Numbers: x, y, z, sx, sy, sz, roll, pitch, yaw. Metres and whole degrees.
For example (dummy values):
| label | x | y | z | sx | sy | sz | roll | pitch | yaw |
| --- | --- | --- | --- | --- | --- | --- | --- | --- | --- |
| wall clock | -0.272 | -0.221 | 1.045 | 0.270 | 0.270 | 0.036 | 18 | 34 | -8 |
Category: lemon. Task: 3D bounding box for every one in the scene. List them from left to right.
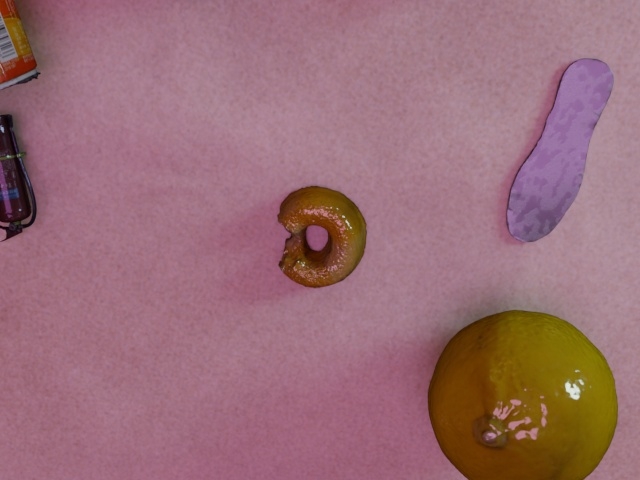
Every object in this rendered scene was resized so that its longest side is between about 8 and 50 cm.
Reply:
| label | x | y | z | sx | sy | sz | roll | pitch | yaw |
| --- | --- | --- | --- | --- | --- | --- | --- | --- | --- |
| lemon | 0.193 | 0.157 | 0.737 | 0.178 | 0.203 | 0.179 | 5 | 100 | 28 |

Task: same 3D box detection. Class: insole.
| label | x | y | z | sx | sy | sz | roll | pitch | yaw |
| --- | --- | --- | --- | --- | --- | --- | --- | --- | --- |
| insole | 0.240 | -0.088 | 0.767 | 0.065 | 0.006 | 0.194 | 18 | 104 | 0 |

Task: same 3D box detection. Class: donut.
| label | x | y | z | sx | sy | sz | roll | pitch | yaw |
| --- | --- | --- | --- | --- | --- | --- | --- | --- | --- |
| donut | 0.000 | 0.000 | 0.788 | 0.097 | 0.043 | 0.108 | -4 | 108 | 6 |

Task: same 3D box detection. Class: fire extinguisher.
| label | x | y | z | sx | sy | sz | roll | pitch | yaw |
| --- | --- | --- | --- | --- | --- | --- | --- | --- | --- |
| fire extinguisher | -0.327 | -0.064 | 0.796 | 0.056 | 0.039 | 0.132 | -4 | 104 | 14 |

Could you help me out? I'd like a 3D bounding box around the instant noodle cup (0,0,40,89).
| label | x | y | z | sx | sy | sz | roll | pitch | yaw |
| --- | --- | --- | --- | --- | --- | --- | --- | --- | --- |
| instant noodle cup | -0.368 | -0.201 | 0.687 | 0.213 | 0.213 | 0.174 | -18 | 110 | 8 |
